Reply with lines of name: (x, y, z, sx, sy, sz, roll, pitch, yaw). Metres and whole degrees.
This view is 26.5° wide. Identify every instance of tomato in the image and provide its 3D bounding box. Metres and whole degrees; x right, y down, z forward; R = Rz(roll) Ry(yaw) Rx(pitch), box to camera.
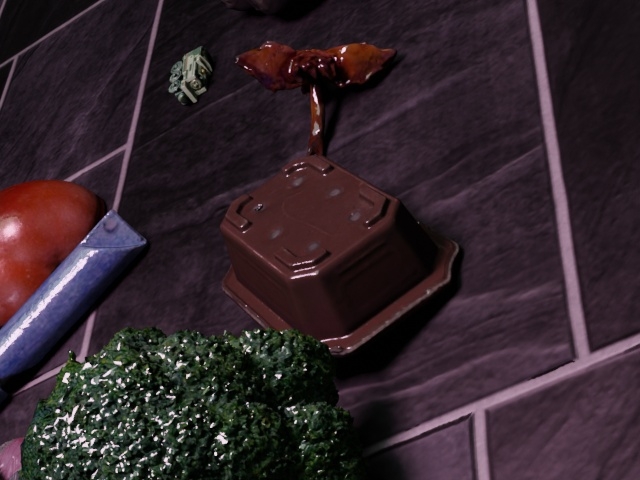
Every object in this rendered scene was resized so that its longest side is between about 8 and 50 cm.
tomato: (-0.385, -0.002, 1.681, 0.199, 0.112, 0.228, 8, 56, 53)

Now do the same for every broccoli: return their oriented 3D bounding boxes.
broccoli: (-0.110, 0.189, 1.088, 0.295, 0.265, 0.245, -26, 1, 15)

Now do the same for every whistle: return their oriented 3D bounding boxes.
whistle: (-0.318, 0.095, 1.538, 0.304, 0.062, 0.062, -48, 33, -7)

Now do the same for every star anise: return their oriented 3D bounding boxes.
star anise: (-0.002, -0.151, 1.493, 0.158, 0.144, 0.140, -2, 6, 37)

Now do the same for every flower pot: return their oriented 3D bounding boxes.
flower pot: (0.000, 0.000, 1.247, 0.179, 0.084, 0.251, -36, 32, -12)

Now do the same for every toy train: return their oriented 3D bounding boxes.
toy train: (-0.166, -0.209, 1.745, 0.053, 0.033, 0.083, -27, 36, 19)

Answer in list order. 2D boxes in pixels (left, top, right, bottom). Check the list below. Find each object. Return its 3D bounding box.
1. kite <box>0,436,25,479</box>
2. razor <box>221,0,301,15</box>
kite: (-0.287, 0.243, 1.375, 0.360, 0.022, 0.204, -31, 35, 21)
razor: (0.003, -0.434, 1.742, 0.349, 0.113, 0.204, -48, 34, -11)
